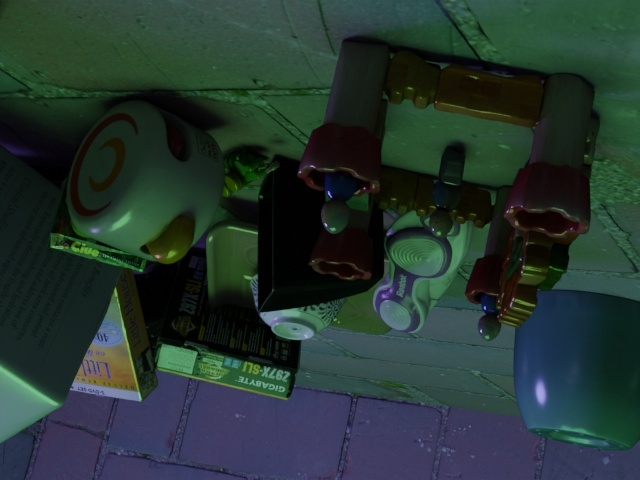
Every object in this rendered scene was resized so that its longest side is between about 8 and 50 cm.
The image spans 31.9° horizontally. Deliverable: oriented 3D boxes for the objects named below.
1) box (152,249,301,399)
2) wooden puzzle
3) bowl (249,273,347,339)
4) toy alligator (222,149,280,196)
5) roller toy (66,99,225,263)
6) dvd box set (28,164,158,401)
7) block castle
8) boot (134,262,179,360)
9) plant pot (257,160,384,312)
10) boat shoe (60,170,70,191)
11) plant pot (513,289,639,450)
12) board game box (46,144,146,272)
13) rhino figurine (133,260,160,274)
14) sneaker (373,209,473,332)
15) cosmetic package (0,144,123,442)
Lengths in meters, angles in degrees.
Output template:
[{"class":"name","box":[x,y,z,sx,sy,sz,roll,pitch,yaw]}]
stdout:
[{"class":"box","box":[-0.162,0.149,2.111,0.257,0.079,0.322,12,-151,-5]},{"class":"wooden puzzle","box":[-0.019,0.053,1.938,0.348,0.080,0.322,8,154,-1]},{"class":"bowl","box":[-0.041,0.118,1.895,0.170,0.080,0.170,5,153,3]},{"class":"toy alligator","box":[-0.108,-0.104,1.562,0.051,0.056,0.190,57,155,-6]},{"class":"roller toy","box":[-0.223,-0.075,1.473,0.146,0.191,0.209,25,172,-40]},{"class":"dvd box set","box":[-0.458,0.071,1.935,0.308,0.062,0.420,6,119,25]},{"class":"block castle","box":[0.138,-0.031,1.302,0.303,0.212,0.453,11,165,4]},{"class":"boot","box":[-0.416,0.148,2.242,0.348,0.131,0.260,-3,-152,-21]},{"class":"plant pot","box":[0.000,0.000,1.630,0.167,0.187,0.188,1,167,-8]},{"class":"boat shoe","box":[-0.297,-0.069,1.770,0.233,0.079,0.084,16,140,-25]},{"class":"plant pot","box":[0.477,0.242,2.000,0.293,0.235,0.293,12,165,3]},{"class":"board game box","box":[-0.307,-0.051,1.619,0.136,0.030,0.259,13,-150,-12]},{"class":"rhino figurine","box":[-0.382,0.010,2.141,0.106,0.073,0.243,-21,157,9]},{"class":"sneaker","box":[0.161,0.010,1.676,0.114,0.152,0.305,33,146,9]},{"class":"cosmetic package","box":[-0.563,0.070,1.676,0.394,0.329,0.327,40,131,-22]}]
